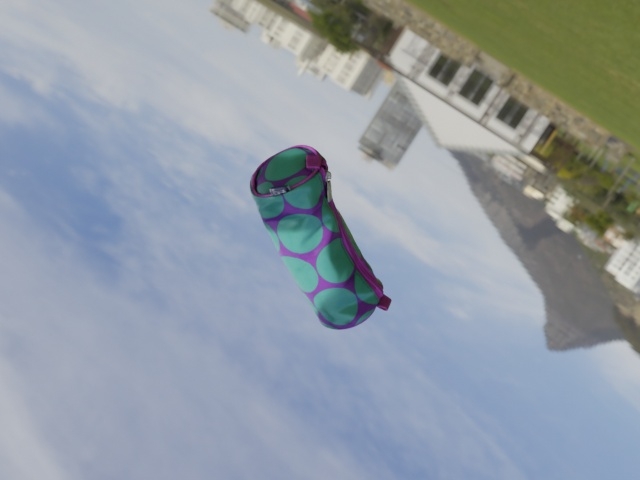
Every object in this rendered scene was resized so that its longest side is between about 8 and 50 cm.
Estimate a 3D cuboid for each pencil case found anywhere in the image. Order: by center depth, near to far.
[{"bbox_3d":[0.000,0.000,0.776,0.152,0.070,0.064,63,-148,-29],"label":"pencil case"}]
